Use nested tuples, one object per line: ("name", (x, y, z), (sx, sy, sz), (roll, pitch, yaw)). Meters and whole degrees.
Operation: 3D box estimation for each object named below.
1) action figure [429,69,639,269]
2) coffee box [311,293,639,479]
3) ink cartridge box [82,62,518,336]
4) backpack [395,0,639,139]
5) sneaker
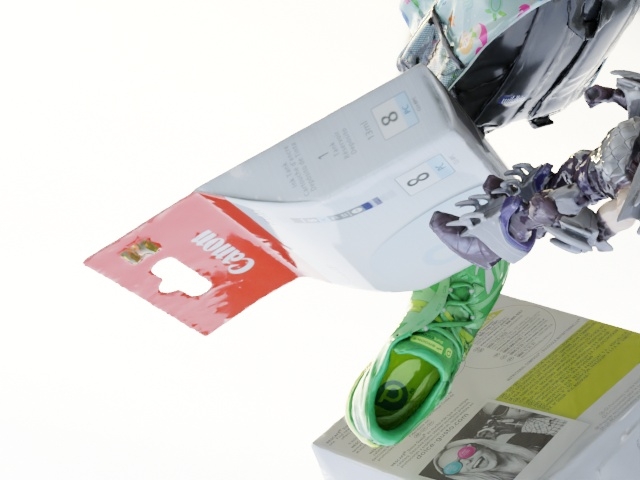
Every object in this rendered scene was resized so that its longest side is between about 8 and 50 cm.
("action figure", (0.223, -0.051, 1.674), (0.099, 0.285, 0.185), (45, -124, -11))
("coffee box", (0.256, 0.312, 2.341), (0.338, 0.337, 0.334), (-38, -147, -29))
("ink cartridge box", (0.000, 0.000, 1.959), (0.091, 0.385, 0.308), (65, -169, 24))
("backpack", (0.215, -0.243, 2.069), (0.225, 0.253, 0.191), (-14, -108, -27))
("sneaker", (0.128, 0.098, 2.110), (0.109, 0.295, 0.123), (25, -176, -11))
